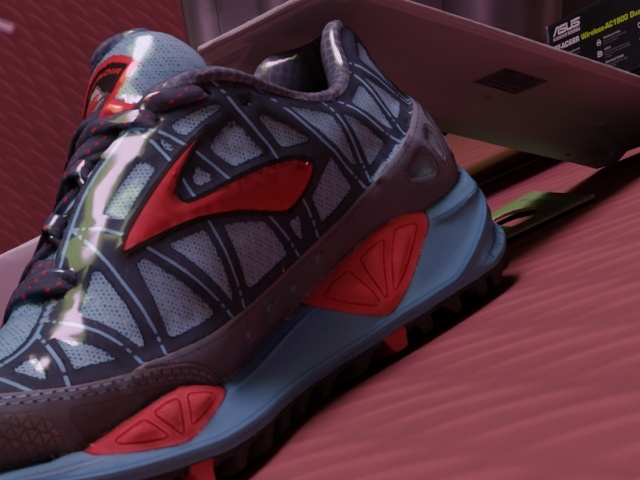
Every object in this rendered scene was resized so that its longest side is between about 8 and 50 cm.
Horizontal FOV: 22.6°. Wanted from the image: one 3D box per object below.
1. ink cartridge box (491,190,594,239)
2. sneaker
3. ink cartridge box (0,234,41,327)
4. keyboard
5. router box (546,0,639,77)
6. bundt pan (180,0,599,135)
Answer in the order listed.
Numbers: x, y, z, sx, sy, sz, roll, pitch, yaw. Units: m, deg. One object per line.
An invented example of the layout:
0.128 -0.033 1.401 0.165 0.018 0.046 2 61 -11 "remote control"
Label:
0.000 0.000 0.684 0.209 0.062 0.109 -26 3 -4 "ink cartridge box"
-0.054 0.005 0.479 0.104 0.125 0.262 -24 4 40 "sneaker"
-0.103 0.015 0.978 0.154 0.093 0.212 -25 1 16 "ink cartridge box"
0.068 -0.062 0.642 0.072 0.014 0.256 -27 -24 39 "keyboard"
0.170 -0.088 0.682 0.092 0.038 0.122 3 -12 -31 "router box"
0.066 -0.127 0.998 0.330 0.124 0.331 -1 1 0 "bundt pan"
